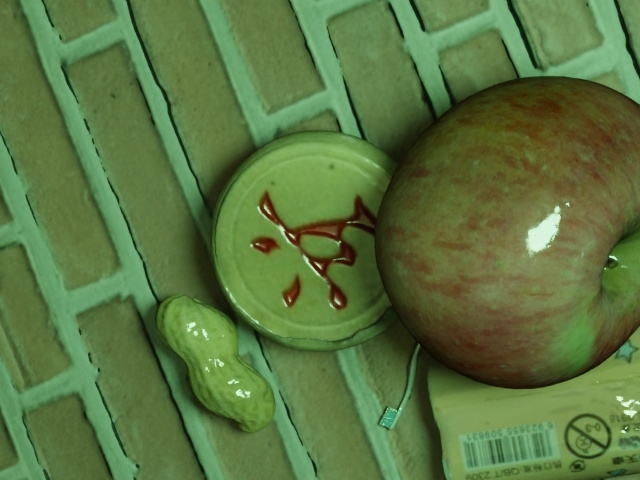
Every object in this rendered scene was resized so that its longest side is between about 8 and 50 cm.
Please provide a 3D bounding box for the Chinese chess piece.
[{"bbox_3d":[0.000,0.000,1.975,0.250,0.103,0.249,1,96,8],"label":"Chinese chess piece"}]

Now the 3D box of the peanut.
[{"bbox_3d":[-0.120,0.141,2.019,0.082,0.082,0.187,-31,89,11],"label":"peanut"}]

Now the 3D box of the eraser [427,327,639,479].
[{"bbox_3d":[0.276,0.190,1.949,0.291,0.087,0.171,-11,95,11],"label":"eraser"}]

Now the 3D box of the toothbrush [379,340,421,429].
[{"bbox_3d":[0.115,0.124,2.006,0.022,0.017,0.204,21,99,-11],"label":"toothbrush"}]

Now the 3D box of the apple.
[{"bbox_3d":[0.214,-0.013,1.842,0.269,0.345,0.344,23,99,36],"label":"apple"}]
